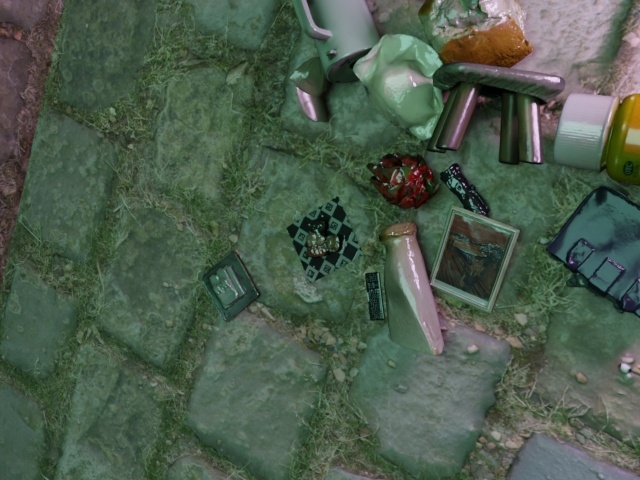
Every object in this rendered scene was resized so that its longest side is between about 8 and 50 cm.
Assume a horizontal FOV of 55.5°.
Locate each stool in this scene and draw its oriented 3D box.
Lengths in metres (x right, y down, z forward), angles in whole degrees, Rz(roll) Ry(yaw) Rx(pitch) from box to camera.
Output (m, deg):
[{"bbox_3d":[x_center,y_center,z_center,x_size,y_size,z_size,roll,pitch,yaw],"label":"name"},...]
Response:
[{"bbox_3d":[0.443,-0.328,1.606,0.310,0.310,0.226,8,96,2],"label":"stool"}]

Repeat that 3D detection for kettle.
[{"bbox_3d":[0.039,-0.676,1.901,0.265,0.205,0.318,-15,81,-16],"label":"kettle"}]

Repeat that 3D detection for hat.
[{"bbox_3d":[0.003,-0.489,1.979,0.173,0.166,0.144,52,124,9],"label":"hat"}]

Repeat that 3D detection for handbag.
[{"bbox_3d":[0.773,0.052,1.566,0.325,0.118,0.269,42,102,24],"label":"handbag"}]

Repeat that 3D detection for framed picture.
[{"bbox_3d":[0.438,0.055,1.780,0.216,0.016,0.273,23,113,28],"label":"framed picture"}]

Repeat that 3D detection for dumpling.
[{"bbox_3d":[0.263,-0.463,1.813,0.318,0.187,0.243,43,108,2],"label":"dumpling"}]

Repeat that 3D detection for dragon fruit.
[{"bbox_3d":[0.252,-0.182,1.827,0.182,0.182,0.189,-33,71,25],"label":"dragon fruit"}]

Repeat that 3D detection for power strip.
[{"bbox_3d":[-0.344,0.168,2.225,0.198,0.064,0.213,-42,72,25],"label":"power strip"}]

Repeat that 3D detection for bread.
[{"bbox_3d":[0.427,-0.597,1.680,0.250,0.279,0.225,-24,66,27],"label":"bread"}]

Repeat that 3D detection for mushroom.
[{"bbox_3d":[0.265,0.149,1.843,0.154,0.137,0.408,-27,70,58],"label":"mushroom"}]

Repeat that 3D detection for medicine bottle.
[{"bbox_3d":[0.792,-0.246,1.491,0.384,0.224,0.224,15,98,28],"label":"medicine bottle"}]

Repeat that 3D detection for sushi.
[{"bbox_3d":[0.000,0.000,2.040,0.231,0.047,0.220,-30,76,26],"label":"sushi"}]

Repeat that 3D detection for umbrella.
[{"bbox_3d":[0.436,-0.118,1.790,0.236,0.059,0.066,59,136,14],"label":"umbrella"}]

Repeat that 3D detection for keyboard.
[{"bbox_3d":[0.174,0.180,1.963,0.053,0.010,0.155,-9,86,30],"label":"keyboard"}]
